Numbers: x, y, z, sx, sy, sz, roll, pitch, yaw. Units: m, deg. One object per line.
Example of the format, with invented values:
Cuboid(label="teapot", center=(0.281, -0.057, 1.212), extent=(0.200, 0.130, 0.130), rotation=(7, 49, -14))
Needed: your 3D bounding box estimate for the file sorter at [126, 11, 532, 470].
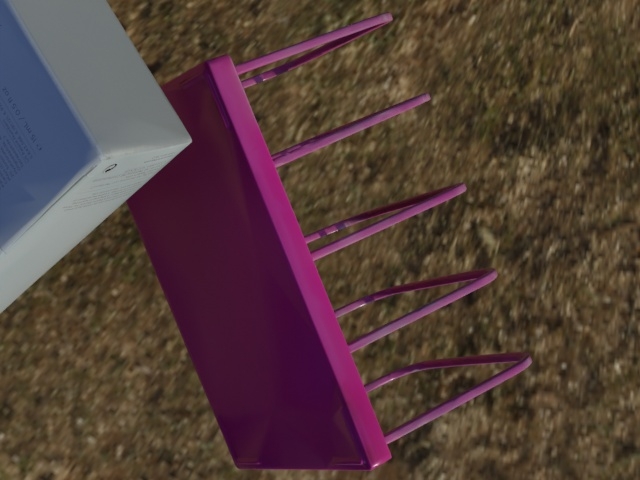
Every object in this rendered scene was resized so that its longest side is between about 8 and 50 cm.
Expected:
Cuboid(label="file sorter", center=(0.000, 0.000, 1.043), extent=(0.202, 0.182, 0.290), rotation=(-15, 98, 59))

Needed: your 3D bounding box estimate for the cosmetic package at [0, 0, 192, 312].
Cuboid(label="cosmetic package", center=(-0.290, -0.137, 0.929), extent=(0.284, 0.097, 0.377), rotation=(-37, 80, 31))
